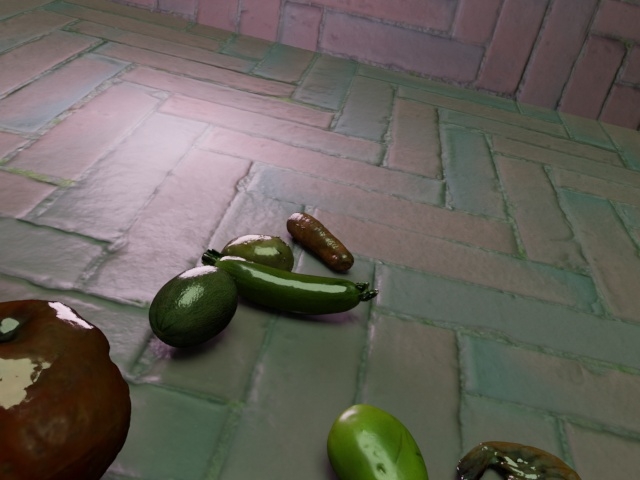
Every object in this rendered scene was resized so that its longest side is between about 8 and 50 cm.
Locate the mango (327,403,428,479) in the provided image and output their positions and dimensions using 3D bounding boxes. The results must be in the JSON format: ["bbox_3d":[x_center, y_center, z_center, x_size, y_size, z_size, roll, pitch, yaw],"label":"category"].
[{"bbox_3d":[0.077,0.288,0.868,0.117,0.089,0.163,-6,46,-43],"label":"mango"}]

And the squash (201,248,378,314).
[{"bbox_3d":[-0.061,0.083,1.162,0.319,0.071,0.080,12,39,2],"label":"squash"}]

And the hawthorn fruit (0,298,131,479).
[{"bbox_3d":[-0.335,0.192,0.708,0.258,0.258,0.261,28,61,23],"label":"hawthorn fruit"}]

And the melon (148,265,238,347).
[{"bbox_3d":[-0.192,0.100,1.041,0.114,0.114,0.167,25,32,19],"label":"melon"}]

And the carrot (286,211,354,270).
[{"bbox_3d":[0.000,0.000,1.347,0.060,0.060,0.186,-16,41,-41],"label":"carrot"}]

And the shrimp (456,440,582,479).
[{"bbox_3d":[0.242,0.350,0.861,0.169,0.058,0.296,19,26,27],"label":"shrimp"}]

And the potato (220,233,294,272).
[{"bbox_3d":[-0.116,0.027,1.237,0.138,0.070,0.091,12,38,0],"label":"potato"}]
